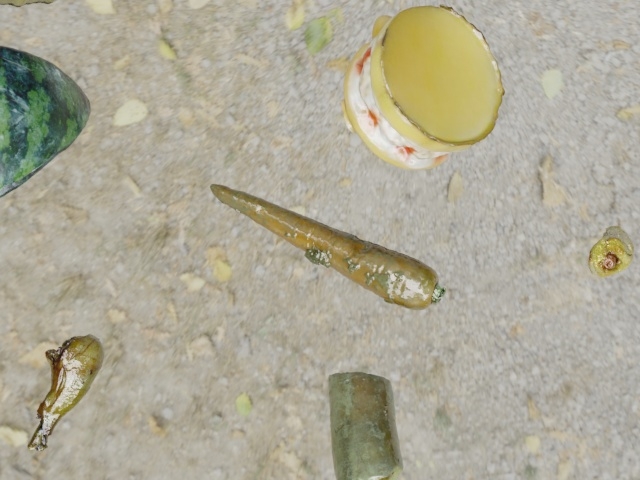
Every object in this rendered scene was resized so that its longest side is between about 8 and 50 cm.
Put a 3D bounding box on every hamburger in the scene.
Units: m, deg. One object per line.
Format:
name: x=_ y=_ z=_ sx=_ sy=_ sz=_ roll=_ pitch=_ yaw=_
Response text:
hamburger: x=0.160 y=-0.274 z=1.600 sx=0.260 sy=0.186 sz=0.303 roll=-1 pitch=78 yaw=-33

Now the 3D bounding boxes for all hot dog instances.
hot dog: x=0.494 y=0.022 z=1.537 sx=0.061 sy=0.169 sz=0.078 roll=9 pitch=109 yaw=25

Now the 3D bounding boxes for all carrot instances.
carrot: x=0.000 y=0.000 z=0.854 sx=0.254 sy=0.049 sz=0.049 roll=26 pitch=109 yaw=20

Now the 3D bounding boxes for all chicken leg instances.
chicken leg: x=-0.370 y=0.213 z=1.299 sx=0.093 sy=0.070 sz=0.178 roll=14 pitch=78 yaw=34

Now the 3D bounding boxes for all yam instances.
yam: x=0.043 y=0.188 z=0.894 sx=0.069 sy=0.146 sz=0.070 roll=-3 pitch=138 yaw=-3

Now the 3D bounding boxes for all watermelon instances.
watermelon: x=-0.391 y=-0.127 z=1.209 sx=0.136 sy=0.202 sz=0.207 roll=18 pitch=66 yaw=-16

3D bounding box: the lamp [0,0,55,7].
lamp: x=-0.161 y=-0.250 z=0.527 sx=0.284 sy=0.250 sz=0.250 roll=12 pitch=110 yaw=-25
